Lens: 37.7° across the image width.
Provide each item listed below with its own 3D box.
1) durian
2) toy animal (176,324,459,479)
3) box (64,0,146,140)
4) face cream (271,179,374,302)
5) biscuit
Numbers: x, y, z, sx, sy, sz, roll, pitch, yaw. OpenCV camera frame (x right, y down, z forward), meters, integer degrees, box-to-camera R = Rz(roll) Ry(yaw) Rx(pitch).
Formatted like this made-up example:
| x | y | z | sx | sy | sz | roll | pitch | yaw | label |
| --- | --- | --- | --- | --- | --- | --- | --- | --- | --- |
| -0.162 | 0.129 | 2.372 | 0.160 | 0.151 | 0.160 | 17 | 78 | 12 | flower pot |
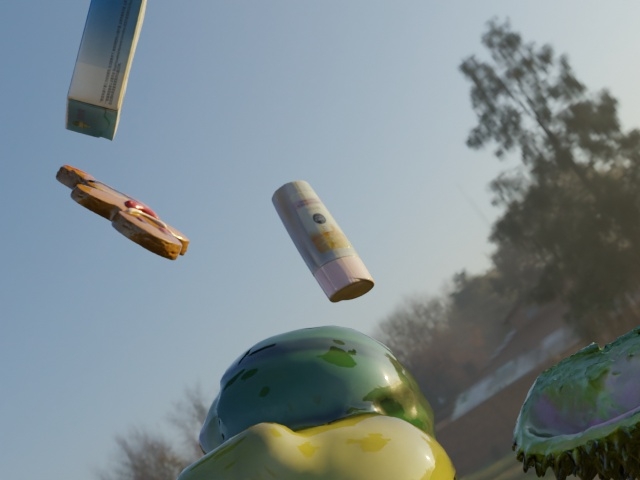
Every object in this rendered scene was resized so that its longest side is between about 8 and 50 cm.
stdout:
| x | y | z | sx | sy | sz | roll | pitch | yaw | label |
| --- | --- | --- | --- | --- | --- | --- | --- | --- | --- |
| 0.230 | 0.117 | 0.648 | 0.220 | 0.095 | 0.137 | -49 | 8 | 43 | durian |
| 0.008 | 0.195 | 0.651 | 0.191 | 0.216 | 0.338 | -15 | 27 | 12 | toy animal |
| -0.295 | -0.254 | 1.295 | 0.073 | 0.194 | 0.139 | 13 | -14 | -13 | box |
| 0.000 | 0.000 | 1.380 | 0.084 | 0.198 | 0.057 | -12 | -34 | -36 | face cream |
| -0.236 | -0.034 | 1.166 | 0.165 | 0.250 | 0.036 | 29 | -88 | -30 | biscuit |
